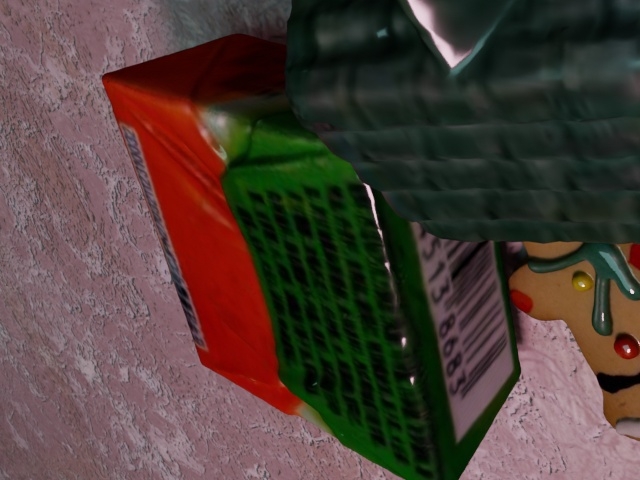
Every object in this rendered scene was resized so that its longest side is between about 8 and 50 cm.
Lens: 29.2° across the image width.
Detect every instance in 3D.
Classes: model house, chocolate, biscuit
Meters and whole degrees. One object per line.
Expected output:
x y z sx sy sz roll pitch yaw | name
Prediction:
0.201 -0.153 0.567 0.445 0.400 0.395 6 126 47 | model house
0.000 0.000 1.097 0.341 0.161 0.360 22 138 43 | chocolate
0.232 0.043 1.001 0.197 0.049 0.301 -25 99 52 | biscuit
